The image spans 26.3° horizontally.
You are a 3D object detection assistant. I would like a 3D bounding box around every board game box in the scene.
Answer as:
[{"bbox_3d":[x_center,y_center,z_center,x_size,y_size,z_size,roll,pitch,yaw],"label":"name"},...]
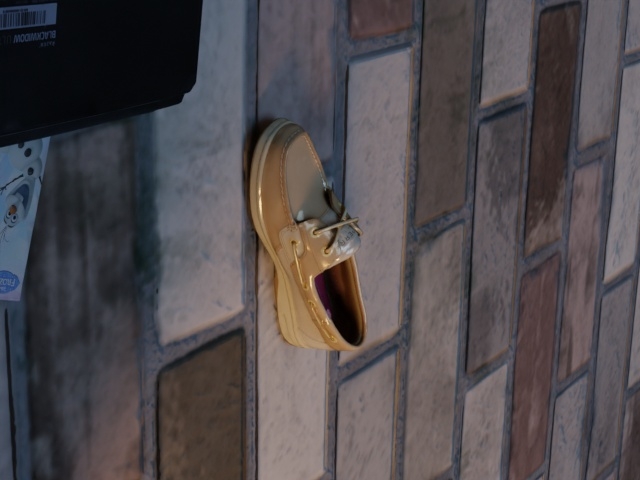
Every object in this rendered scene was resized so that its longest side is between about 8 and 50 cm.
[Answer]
[{"bbox_3d":[-0.170,-0.019,0.641,0.090,0.020,0.090,10,90,-58],"label":"board game box"}]

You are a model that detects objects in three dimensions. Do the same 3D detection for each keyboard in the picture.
[{"bbox_3d":[-0.143,-0.140,0.607,0.317,0.033,0.202,-24,124,-60],"label":"keyboard"}]

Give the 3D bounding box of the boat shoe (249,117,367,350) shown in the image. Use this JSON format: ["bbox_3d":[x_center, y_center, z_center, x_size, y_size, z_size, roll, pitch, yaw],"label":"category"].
[{"bbox_3d":[0.000,0.000,0.878,0.063,0.059,0.170,-47,137,-39],"label":"boat shoe"}]
